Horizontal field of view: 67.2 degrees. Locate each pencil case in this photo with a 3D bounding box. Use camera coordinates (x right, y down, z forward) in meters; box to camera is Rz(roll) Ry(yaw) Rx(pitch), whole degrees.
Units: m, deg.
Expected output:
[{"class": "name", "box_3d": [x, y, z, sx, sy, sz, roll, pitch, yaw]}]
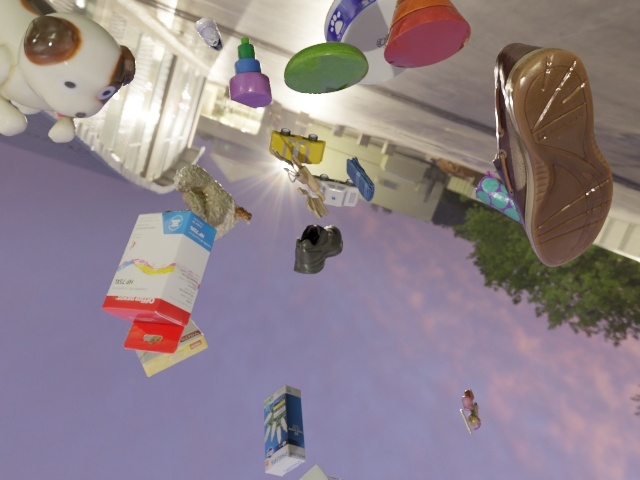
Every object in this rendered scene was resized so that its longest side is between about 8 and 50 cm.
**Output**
[{"class": "pencil case", "box_3d": [0.434, -0.096, 1.109, 0.151, 0.070, 0.064, 35, -148, 29]}]

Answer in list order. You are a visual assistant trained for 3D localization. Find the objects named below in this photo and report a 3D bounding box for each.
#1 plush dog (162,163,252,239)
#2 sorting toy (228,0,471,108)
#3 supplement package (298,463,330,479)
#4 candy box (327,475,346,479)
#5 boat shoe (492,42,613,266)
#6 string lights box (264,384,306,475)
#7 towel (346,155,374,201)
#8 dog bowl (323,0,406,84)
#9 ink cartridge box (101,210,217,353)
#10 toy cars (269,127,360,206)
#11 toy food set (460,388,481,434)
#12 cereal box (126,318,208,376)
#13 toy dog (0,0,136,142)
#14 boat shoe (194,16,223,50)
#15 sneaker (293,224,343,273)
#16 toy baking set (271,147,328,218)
[{"class": "plush dog", "box_3d": [-0.333, -0.041, 1.335, 0.210, 0.225, 0.262, 35, 162, 22]}, {"class": "sorting toy", "box_3d": [0.024, -0.303, 0.706, 0.365, 0.126, 0.127, -10, 173, 20]}, {"class": "supplement package", "box_3d": [-0.006, 0.723, 1.202, 0.203, 0.194, 0.149, 38, 157, 41]}, {"class": "candy box", "box_3d": [0.082, 0.791, 1.388, 0.164, 0.197, 0.070, -15, -165, 44]}, {"class": "boat shoe", "box_3d": [0.310, -0.113, 0.679, 0.342, 0.123, 0.123, 58, -173, -34]}, {"class": "string lights box", "box_3d": [-0.127, 0.653, 1.666, 0.076, 0.133, 0.260, 29, -148, -29]}, {"class": "towel", "box_3d": [0.108, -0.164, 1.289, 0.029, 0.067, 0.120, -22, -121, -15]}, {"class": "dog bowl", "box_3d": [0.147, -0.542, 1.246, 0.264, 0.265, 0.104, 9, -133, -43]}, {"class": "ink cartridge box", "box_3d": [-0.282, 0.069, 0.832, 0.134, 0.231, 0.078, -2, 152, 29]}, {"class": "toy cars", "box_3d": [-0.016, -0.229, 1.636, 0.394, 0.176, 0.087, 46, -150, -27]}, {"class": "toy food set", "box_3d": [0.324, 0.356, 1.030, 0.019, 0.078, 0.122, -23, -178, 24]}, {"class": "cereal box", "box_3d": [-0.440, 0.279, 1.369, 0.172, 0.048, 0.240, -24, -156, -25]}, {"class": "toy dog", "box_3d": [-0.610, -0.412, 1.090, 0.407, 0.396, 0.284, 24, -179, 27]}, {"class": "boat shoe", "box_3d": [-0.351, -0.655, 1.544, 0.063, 0.066, 0.184, 60, 179, -4]}, {"class": "sneaker", "box_3d": [0.000, 0.000, 1.555, 0.108, 0.130, 0.286, 5, -156, 19]}, {"class": "toy baking set", "box_3d": [-0.047, -0.169, 1.373, 0.256, 0.030, 0.197, 55, -166, -14]}]
